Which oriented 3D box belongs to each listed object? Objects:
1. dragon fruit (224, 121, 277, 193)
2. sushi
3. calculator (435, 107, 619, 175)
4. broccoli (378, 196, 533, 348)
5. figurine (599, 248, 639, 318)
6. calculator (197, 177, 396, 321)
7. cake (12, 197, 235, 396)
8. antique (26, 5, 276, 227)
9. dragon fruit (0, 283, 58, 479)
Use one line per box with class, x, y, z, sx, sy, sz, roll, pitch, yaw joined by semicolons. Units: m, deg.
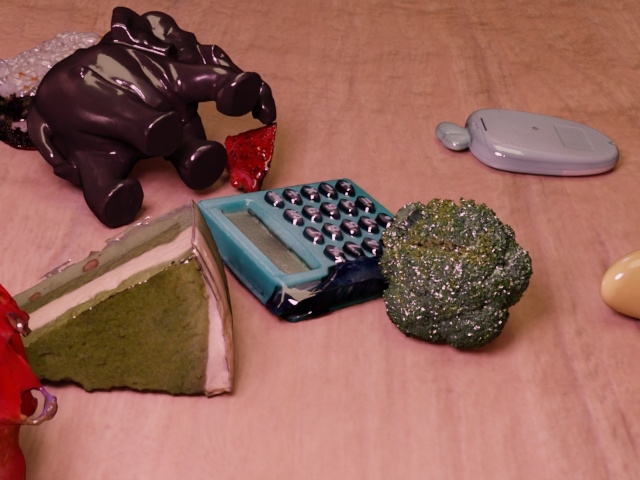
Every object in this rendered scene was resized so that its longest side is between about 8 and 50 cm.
dragon fruit;-0.108;-0.108;1.664;0.063;0.097;0.131;16;51;-11
sushi;-0.385;-0.224;1.745;0.136;0.126;0.225;29;38;32
calculator;0.332;-0.159;1.883;0.295;0.042;0.184;5;30;-6
broccoli;0.156;0.038;1.406;0.196;0.195;0.156;5;-4;-5
figurine;0.495;0.100;1.414;0.325;0.124;0.222;15;34;19
calculator;0.000;0.000;1.520;0.274;0.058;0.248;-11;36;-31
cake;-0.221;0.109;1.293;0.284;0.172;0.158;-27;24;6
antique;-0.247;-0.189;1.620;0.322;0.185;0.255;-29;50;-30
dragon fruit;-0.405;0.091;0.997;0.371;0.249;0.386;15;40;-37
